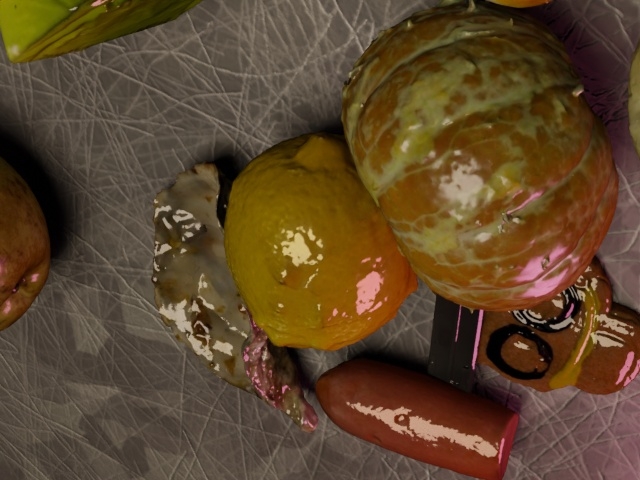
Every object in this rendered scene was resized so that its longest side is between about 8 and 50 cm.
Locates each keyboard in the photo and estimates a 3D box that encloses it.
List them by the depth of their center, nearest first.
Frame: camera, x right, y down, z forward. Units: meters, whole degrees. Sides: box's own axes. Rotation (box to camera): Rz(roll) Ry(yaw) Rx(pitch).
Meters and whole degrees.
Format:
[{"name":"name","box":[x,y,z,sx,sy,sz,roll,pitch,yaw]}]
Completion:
[{"name":"keyboard","box":[0.166,0.098,1.651,0.067,0.011,0.202,24,131,26]}]

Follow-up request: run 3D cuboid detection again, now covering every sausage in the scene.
[{"name":"sausage","box":[0.118,0.221,1.733,0.259,0.113,0.113,18,125,15]}]

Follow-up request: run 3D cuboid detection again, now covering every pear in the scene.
[{"name":"pear","box":[-0.509,0.002,1.819,0.304,0.304,0.304,13,123,20]}]

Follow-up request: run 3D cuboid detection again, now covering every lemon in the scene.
[{"name":"lemon","box":[0.000,0.000,1.583,0.233,0.233,0.288,16,131,18]}]

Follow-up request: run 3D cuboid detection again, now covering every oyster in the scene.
[{"name":"oyster","box":[-0.125,0.073,1.789,0.204,0.111,0.396,10,125,43]}]

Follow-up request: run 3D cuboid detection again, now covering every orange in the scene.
[{"name":"orange","box":[0.167,-0.088,1.397,0.249,0.329,0.329,-30,103,13]}]

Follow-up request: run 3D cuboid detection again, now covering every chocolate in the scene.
[{"name":"chocolate","box":[-0.171,-0.326,1.440,0.289,0.301,0.137,-27,91,36]}]

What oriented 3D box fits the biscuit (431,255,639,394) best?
[{"name":"biscuit","box":[0.250,0.086,1.628,0.290,0.041,0.208,25,126,11]}]

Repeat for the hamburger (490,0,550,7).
[{"name":"hamburger","box":[0.197,-0.367,1.270,0.151,0.227,0.295,32,133,36]}]

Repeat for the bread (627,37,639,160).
[{"name":"bread","box":[0.451,-0.131,1.282,0.321,0.237,0.320,5,106,18]}]
